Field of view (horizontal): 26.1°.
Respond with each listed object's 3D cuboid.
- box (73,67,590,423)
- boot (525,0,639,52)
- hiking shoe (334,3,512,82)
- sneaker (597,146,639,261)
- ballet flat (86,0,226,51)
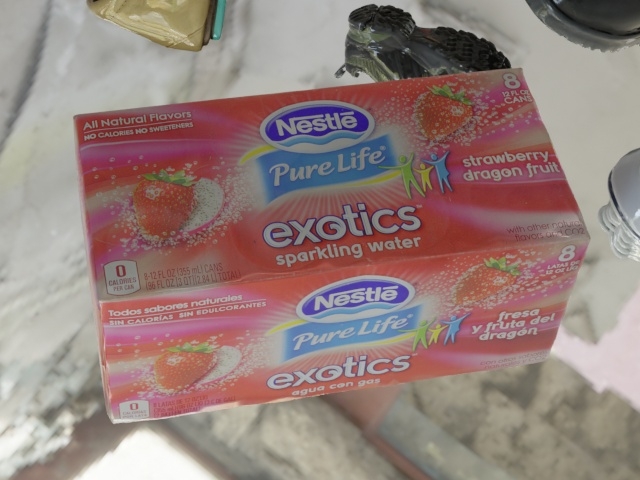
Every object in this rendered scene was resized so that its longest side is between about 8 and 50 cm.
[{"bbox_3d":[0.000,0.000,0.890,0.299,0.154,0.142,-7,143,-10],"label":"box"},{"bbox_3d":[0.474,-0.411,1.569,0.367,0.146,0.445,-6,149,-43],"label":"boot"},{"bbox_3d":[0.131,-0.198,1.657,0.086,0.226,0.114,-51,163,-48],"label":"hiking shoe"},{"bbox_3d":[0.263,-0.016,1.075,0.091,0.094,0.258,-24,165,26],"label":"sneaker"},{"bbox_3d":[-0.060,-0.189,0.607,0.080,0.073,0.232,-95,-162,-56],"label":"ballet flat"}]
